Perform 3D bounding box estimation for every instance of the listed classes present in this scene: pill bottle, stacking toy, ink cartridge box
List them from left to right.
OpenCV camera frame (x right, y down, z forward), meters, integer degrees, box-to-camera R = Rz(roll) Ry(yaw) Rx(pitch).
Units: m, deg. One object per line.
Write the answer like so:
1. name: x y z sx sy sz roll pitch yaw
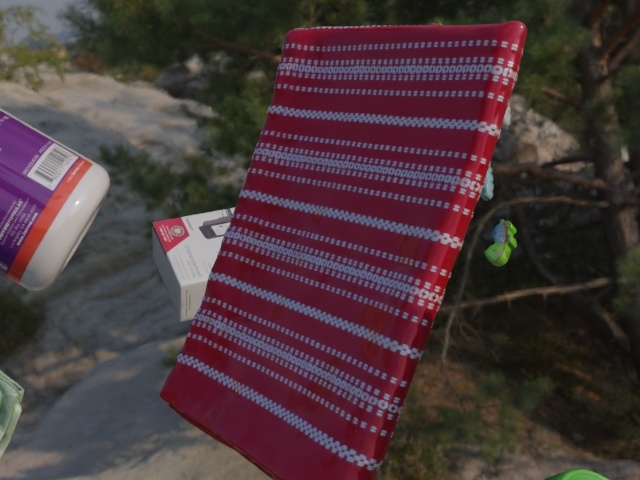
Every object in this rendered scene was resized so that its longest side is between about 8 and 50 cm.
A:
1. pill bottle: -0.438 -0.085 0.993 0.181 0.323 0.181 -55 12 19
2. ink cartridge box: -0.104 0.020 0.925 0.150 0.063 0.109 -13 46 -23
3. stacking toy: 0.154 -0.096 0.858 0.052 0.221 0.167 -11 -24 29

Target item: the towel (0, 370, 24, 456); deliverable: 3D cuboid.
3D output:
1. towel: -0.467 0.243 0.857 0.248 0.325 0.038 28 4 18

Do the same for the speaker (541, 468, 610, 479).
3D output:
1. speaker: 0.155 0.324 0.711 0.296 0.131 0.131 -54 -8 34

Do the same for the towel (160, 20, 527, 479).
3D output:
1. towel: 0.000 0.000 0.480 0.031 0.275 0.199 20 -1 -40
